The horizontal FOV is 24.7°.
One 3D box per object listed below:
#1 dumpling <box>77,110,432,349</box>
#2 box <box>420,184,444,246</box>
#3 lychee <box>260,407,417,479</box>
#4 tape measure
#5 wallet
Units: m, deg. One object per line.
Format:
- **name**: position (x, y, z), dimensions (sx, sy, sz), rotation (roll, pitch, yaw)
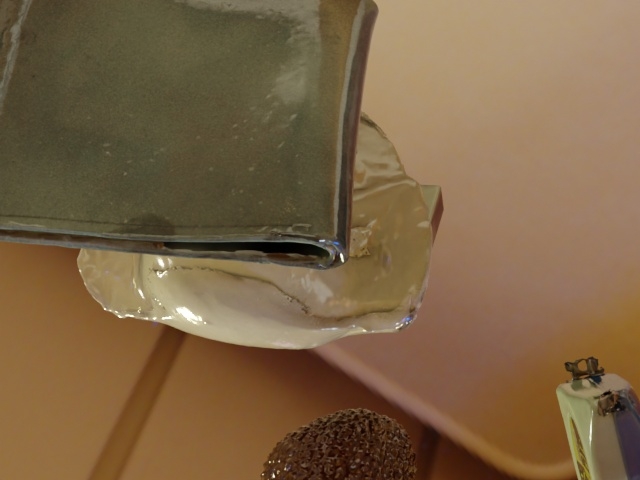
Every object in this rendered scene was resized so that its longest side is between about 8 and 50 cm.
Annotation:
- **dumpling**: position (-0.054, -0.026, 1.397), dimensions (0.181, 0.341, 0.260), rotation (28, -114, -37)
- **box**: position (0.000, 0.000, 1.734), dimensions (0.270, 0.045, 0.210), rotation (1, -141, 15)
- **lychee**: position (0.024, 0.290, 1.696), dimensions (0.194, 0.194, 0.194), rotation (23, -140, -21)
- **tape measure**: position (0.370, 0.266, 1.797), dimensions (0.351, 0.098, 0.215), rotation (-24, -80, -86)
- **wallet**: position (-0.110, -0.097, 1.038), dimensions (0.291, 0.054, 0.251), rotation (5, -125, 2)
